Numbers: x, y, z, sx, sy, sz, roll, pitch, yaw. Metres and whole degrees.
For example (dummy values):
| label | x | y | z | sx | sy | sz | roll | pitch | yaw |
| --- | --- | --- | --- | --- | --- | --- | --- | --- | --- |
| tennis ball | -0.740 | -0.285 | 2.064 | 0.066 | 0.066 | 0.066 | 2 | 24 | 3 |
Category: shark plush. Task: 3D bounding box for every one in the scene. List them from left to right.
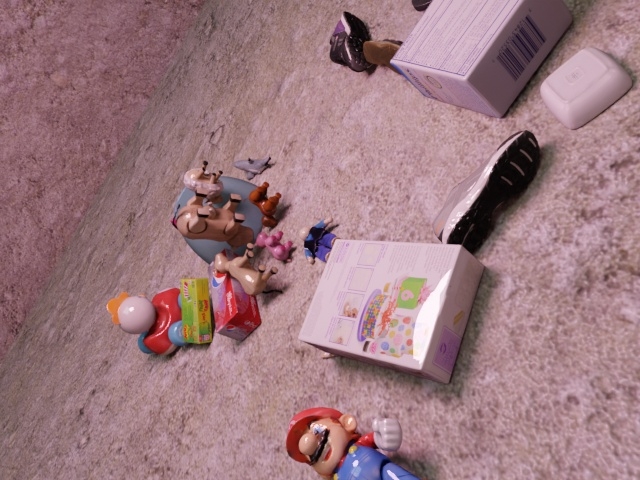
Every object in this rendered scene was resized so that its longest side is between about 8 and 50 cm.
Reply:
| label | x | y | z | sx | sy | sz | roll | pitch | yaw |
| --- | --- | --- | --- | --- | --- | --- | --- | --- | --- |
| shark plush | -0.216 | -0.241 | 1.872 | 0.161 | 0.067 | 0.073 | 10 | 71 | 52 |

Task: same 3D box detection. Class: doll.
| label | x | y | z | sx | sy | sz | roll | pitch | yaw |
| --- | --- | --- | --- | --- | --- | --- | --- | --- | --- |
| doll | 0.000 | 0.000 | 1.453 | 0.189 | 0.046 | 0.129 | 26 | 94 | 61 |

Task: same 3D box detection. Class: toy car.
| label | x | y | z | sx | sy | sz | roll | pitch | yaw |
| --- | --- | --- | --- | --- | --- | --- | --- | --- | --- |
| toy car | -0.519 | 0.213 | 1.743 | 0.219 | 0.238 | 0.210 | -19 | 51 | 41 |

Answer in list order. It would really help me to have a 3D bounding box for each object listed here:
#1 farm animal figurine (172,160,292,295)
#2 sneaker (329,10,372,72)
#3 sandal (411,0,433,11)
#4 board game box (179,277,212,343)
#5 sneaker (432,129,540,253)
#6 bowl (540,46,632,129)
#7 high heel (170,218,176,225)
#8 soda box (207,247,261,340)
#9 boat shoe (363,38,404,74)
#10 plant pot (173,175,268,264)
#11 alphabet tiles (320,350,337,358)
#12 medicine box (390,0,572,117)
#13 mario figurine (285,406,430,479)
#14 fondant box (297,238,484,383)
| label | x | y | z | sx | sy | sz | roll | pitch | yaw |
| --- | --- | --- | --- | --- | --- | --- | --- | --- | --- |
| farm animal figurine | -0.245 | -0.017 | 1.570 | 0.172 | 0.326 | 0.330 | -50 | 25 | 42 |
| sneaker | 0.087 | -0.565 | 1.756 | 0.124 | 0.107 | 0.283 | -49 | 30 | 36 |
| sandal | 0.397 | -0.806 | 1.539 | 0.446 | 0.107 | 0.168 | -42 | 39 | 18 |
| board game box | -0.357 | 0.199 | 1.661 | 0.092 | 0.043 | 0.181 | -6 | 87 | 48 |
| sneaker | 0.311 | -0.103 | 1.122 | 0.271 | 0.100 | 0.108 | -52 | 31 | 8 |
| bowl | 0.489 | -0.296 | 1.094 | 0.142 | 0.053 | 0.142 | -39 | 38 | 22 |
| high heel | -0.471 | -0.118 | 2.038 | 0.082 | 0.117 | 0.244 | -35 | 41 | 29 |
| soda box | -0.241 | 0.145 | 1.597 | 0.092 | 0.083 | 0.263 | -44 | 38 | 20 |
| boat shoe | 0.204 | -0.506 | 1.570 | 0.073 | 0.080 | 0.223 | -30 | 38 | -20 |
| plant pot | -0.329 | -0.084 | 1.780 | 0.290 | 0.195 | 0.290 | -30 | 43 | 33 |
| alphabet tiles | 0.074 | 0.157 | 1.280 | 0.237 | 0.009 | 0.198 | -17 | 52 | 42 |
| medicine box | 0.345 | -0.445 | 1.293 | 0.263 | 0.149 | 0.289 | -55 | 35 | 4 |
| mario figurine | 0.041 | 0.392 | 0.996 | 0.198 | 0.170 | 0.320 | -34 | 35 | -28 |
| fondant box | 0.130 | 0.125 | 1.151 | 0.330 | 0.096 | 0.238 | 3 | 65 | 49 |
